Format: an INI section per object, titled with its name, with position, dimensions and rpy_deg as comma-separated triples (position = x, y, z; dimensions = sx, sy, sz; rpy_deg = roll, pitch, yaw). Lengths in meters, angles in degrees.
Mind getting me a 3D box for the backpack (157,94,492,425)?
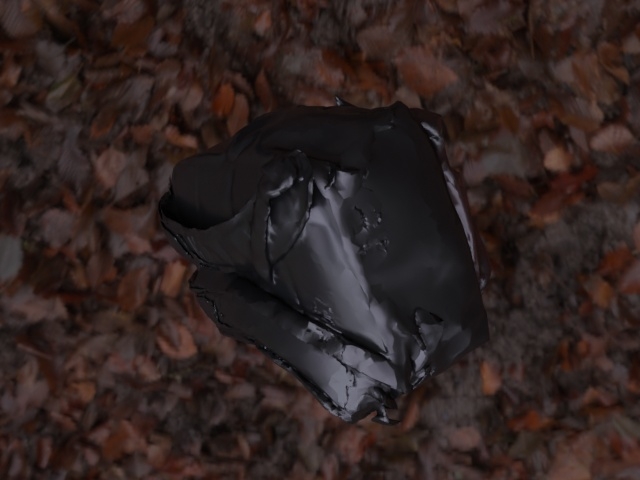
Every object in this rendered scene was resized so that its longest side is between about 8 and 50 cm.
[backpack]
position = -0.002, -0.004, 0.452
dimensions = 0.106, 0.165, 0.120
rpy_deg = -27, 111, -21
